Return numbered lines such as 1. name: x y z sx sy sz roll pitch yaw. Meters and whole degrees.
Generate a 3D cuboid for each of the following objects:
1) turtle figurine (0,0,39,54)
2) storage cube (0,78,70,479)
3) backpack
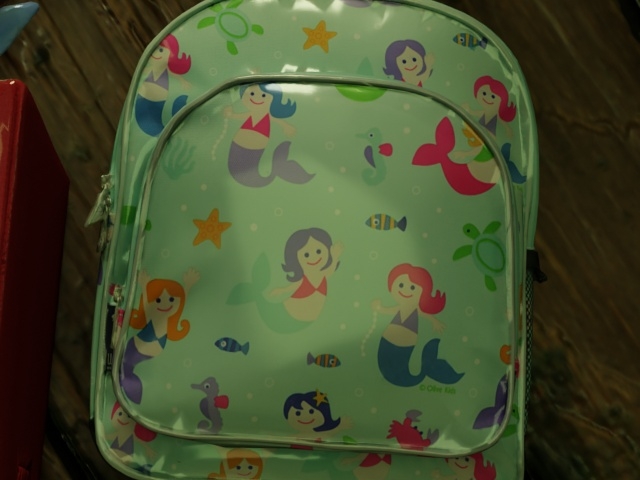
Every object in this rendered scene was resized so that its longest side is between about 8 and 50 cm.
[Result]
1. turtle figurine: -0.221 -0.241 0.689 0.275 0.198 0.266 25 59 -41
2. storage cube: -0.223 0.034 0.673 0.184 0.215 0.193 4 78 -2
3. backpack: 0.000 0.000 0.707 0.225 0.191 0.253 6 79 -2
